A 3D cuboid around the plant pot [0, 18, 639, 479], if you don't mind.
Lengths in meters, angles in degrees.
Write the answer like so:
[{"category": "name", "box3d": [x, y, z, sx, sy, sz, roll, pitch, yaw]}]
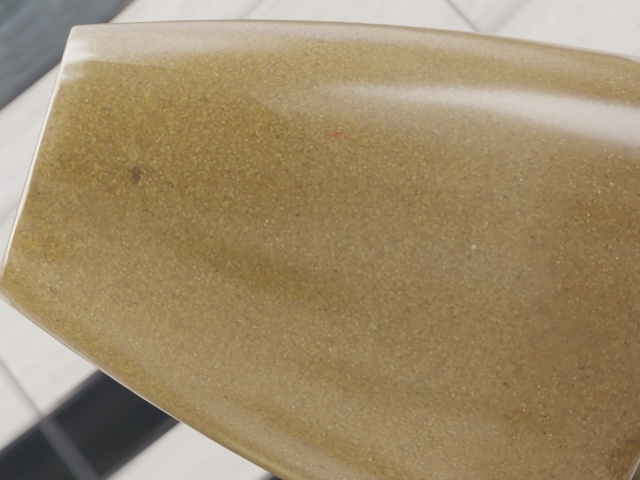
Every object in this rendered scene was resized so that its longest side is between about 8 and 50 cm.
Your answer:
[{"category": "plant pot", "box3d": [0.000, 0.000, 0.830, 0.237, 0.254, 0.237, -163, 90, -82]}]
